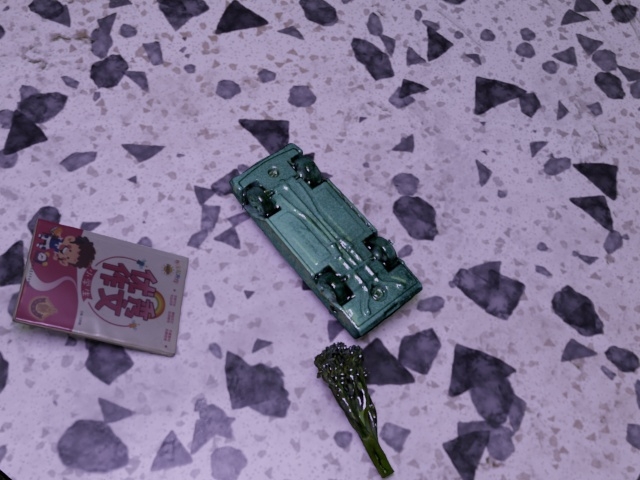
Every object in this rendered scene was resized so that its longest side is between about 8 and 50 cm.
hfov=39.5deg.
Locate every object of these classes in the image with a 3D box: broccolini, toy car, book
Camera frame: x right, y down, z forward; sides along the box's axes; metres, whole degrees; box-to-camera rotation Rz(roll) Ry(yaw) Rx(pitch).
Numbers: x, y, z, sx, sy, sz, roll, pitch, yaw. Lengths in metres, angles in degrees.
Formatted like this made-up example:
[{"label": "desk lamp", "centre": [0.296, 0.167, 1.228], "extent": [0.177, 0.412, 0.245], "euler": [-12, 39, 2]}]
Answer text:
[{"label": "broccolini", "centre": [0.045, 0.245, 1.279], "extent": [0.068, 0.091, 0.202], "euler": [-22, 74, 28]}, {"label": "toy car", "centre": [0.000, 0.000, 1.372], "extent": [0.141, 0.097, 0.320], "euler": [-35, 73, -23]}, {"label": "book", "centre": [-0.312, 0.069, 1.291], "extent": [0.232, 0.022, 0.162], "euler": [16, 60, -20]}]

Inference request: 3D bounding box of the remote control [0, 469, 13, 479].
[{"label": "remote control", "centre": [-0.394, 0.370, 1.116], "extent": [0.399, 0.062, 0.144], "euler": [34, 39, 11]}]
